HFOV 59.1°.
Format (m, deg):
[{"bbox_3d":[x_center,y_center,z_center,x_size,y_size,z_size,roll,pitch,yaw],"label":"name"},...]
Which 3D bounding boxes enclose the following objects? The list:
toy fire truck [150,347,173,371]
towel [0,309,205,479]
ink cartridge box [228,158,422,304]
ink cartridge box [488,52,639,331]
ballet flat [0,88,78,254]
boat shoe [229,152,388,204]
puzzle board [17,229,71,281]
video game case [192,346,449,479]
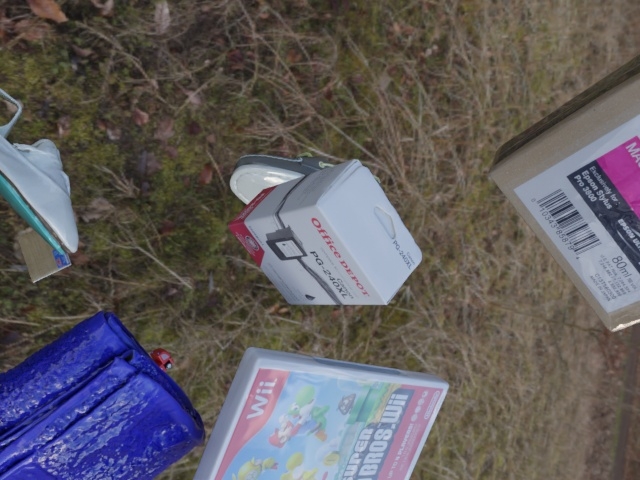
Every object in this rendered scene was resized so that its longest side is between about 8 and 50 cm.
[{"bbox_3d":[-0.511,0.357,1.588,0.192,0.047,0.135,-49,129,-41],"label":"toy fire truck"},{"bbox_3d":[-0.252,0.214,0.469,0.308,0.076,0.228,-34,142,-14],"label":"towel"},{"bbox_3d":[0.000,0.000,0.514,0.063,0.150,0.109,-47,112,-30],"label":"ink cartridge box"},{"bbox_3d":[0.325,-0.045,0.584,0.235,0.193,0.088,50,37,-6],"label":"ink cartridge box"},{"bbox_3d":[-0.514,-0.155,0.917,0.400,0.139,0.139,49,52,-18],"label":"ballet flat"},{"bbox_3d":[-0.013,-0.092,0.960,0.305,0.109,0.091,13,54,-30],"label":"boat shoe"},{"bbox_3d":[-0.664,0.026,1.357,0.096,0.128,0.011,-26,161,-9],"label":"puzzle board"},{"bbox_3d":[0.006,0.222,0.578,0.285,0.025,0.204,19,95,-41],"label":"video game case"}]
